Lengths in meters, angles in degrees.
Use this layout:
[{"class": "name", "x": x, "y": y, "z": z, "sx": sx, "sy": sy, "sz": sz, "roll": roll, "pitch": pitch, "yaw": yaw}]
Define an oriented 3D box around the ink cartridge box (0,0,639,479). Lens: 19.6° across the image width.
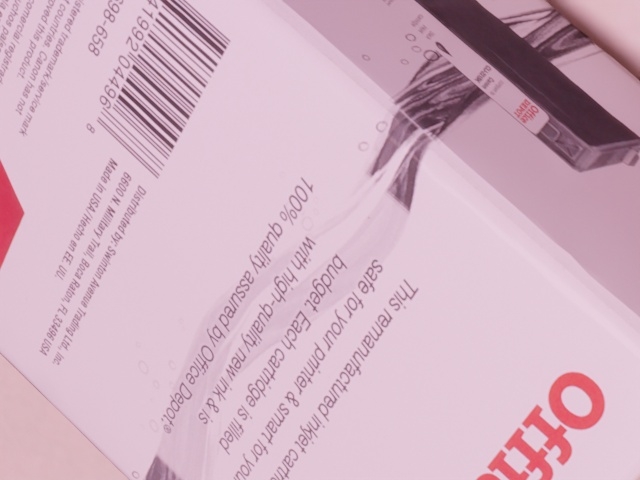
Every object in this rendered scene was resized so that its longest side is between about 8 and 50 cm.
[{"class": "ink cartridge box", "x": 0.000, "y": 0.000, "z": 0.620, "sx": 0.273, "sy": 0.114, "sz": 0.197, "roll": 43, "pitch": 131, "yaw": 14}]
